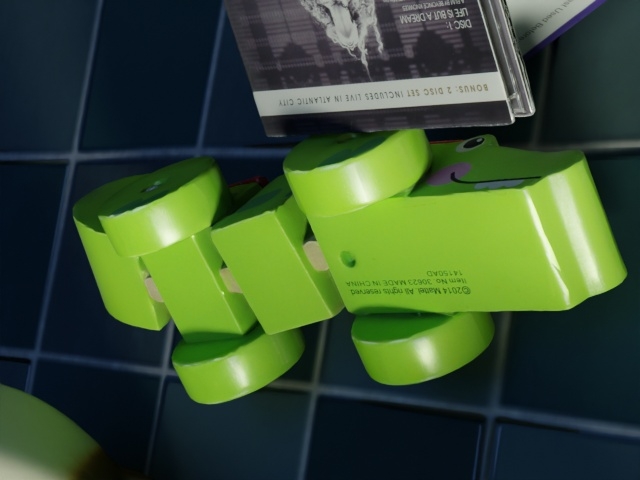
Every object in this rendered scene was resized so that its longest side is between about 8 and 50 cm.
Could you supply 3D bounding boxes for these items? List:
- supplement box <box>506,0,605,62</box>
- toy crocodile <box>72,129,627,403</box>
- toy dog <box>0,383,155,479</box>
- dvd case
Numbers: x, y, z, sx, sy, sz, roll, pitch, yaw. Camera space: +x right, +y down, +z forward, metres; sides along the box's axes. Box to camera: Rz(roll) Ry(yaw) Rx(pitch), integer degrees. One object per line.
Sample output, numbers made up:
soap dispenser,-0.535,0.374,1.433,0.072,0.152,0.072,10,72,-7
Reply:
supplement box,0.047,-0.196,0.918,0.111,0.114,0.220,-37,52,36
toy crocodile,0.000,0.000,0.926,0.340,0.105,0.115,-9,114,45
toy dog,-0.237,0.259,1.018,0.408,0.284,0.395,-54,9,24
dvd case,-0.001,-0.151,0.800,0.164,0.018,0.221,1,113,51
